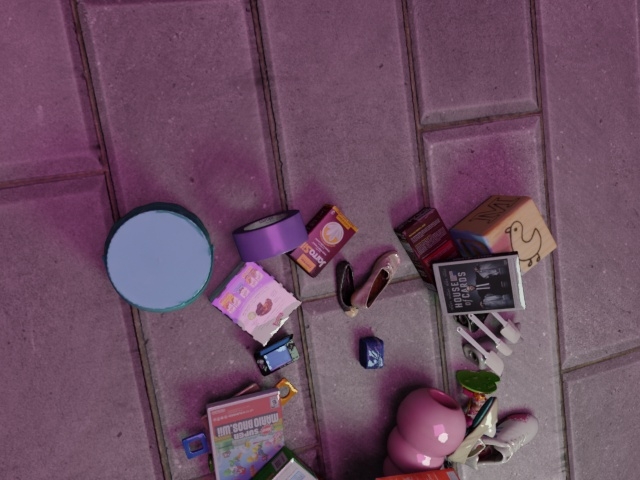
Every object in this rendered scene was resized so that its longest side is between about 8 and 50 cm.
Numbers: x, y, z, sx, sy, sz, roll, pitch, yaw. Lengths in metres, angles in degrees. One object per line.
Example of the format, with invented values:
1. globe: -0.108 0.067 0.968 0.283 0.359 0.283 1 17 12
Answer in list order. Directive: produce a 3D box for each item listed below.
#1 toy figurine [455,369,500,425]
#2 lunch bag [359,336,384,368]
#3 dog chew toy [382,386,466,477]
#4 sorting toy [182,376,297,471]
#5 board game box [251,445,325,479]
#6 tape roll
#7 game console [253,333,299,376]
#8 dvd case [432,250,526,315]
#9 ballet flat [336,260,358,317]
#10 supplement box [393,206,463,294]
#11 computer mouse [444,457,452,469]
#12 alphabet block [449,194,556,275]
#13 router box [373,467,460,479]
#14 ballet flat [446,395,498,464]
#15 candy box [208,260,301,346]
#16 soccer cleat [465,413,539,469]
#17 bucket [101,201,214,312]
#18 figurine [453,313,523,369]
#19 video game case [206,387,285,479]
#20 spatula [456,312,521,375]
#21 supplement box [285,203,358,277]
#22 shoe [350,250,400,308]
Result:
1. toy figurine: 0.494 0.514 1.773 0.173 0.130 0.159 -5 113 -42
2. lunch bag: 0.157 0.340 1.650 0.065 0.067 0.099 -2 98 -17
3. dog chew toy: 0.295 0.613 1.661 0.206 0.206 0.332 21 103 -19
4. sorting toy: -0.218 0.513 1.561 0.347 0.047 0.196 -31 111 -10
5. board game box: -0.084 0.778 1.593 0.242 0.064 0.316 -44 118 -9
6. tape roll: -0.131 -0.014 1.454 0.188 0.189 0.080 -22 103 -14
7. game console: -0.121 0.324 1.555 0.122 0.071 0.107 -25 106 -13
8. dvd case: 0.457 0.127 1.593 0.238 0.029 0.179 -8 111 20
9. ballet flat: 0.078 0.144 1.612 0.057 0.049 0.173 -14 100 -15
10. supplement box: 0.339 0.033 1.671 0.130 0.073 0.239 -35 106 -11
11. computer mouse: 0.415 0.679 1.769 0.041 0.071 0.242 -14 102 -8
12. alphabet block: 0.548 -0.006 1.672 0.197 0.193 0.192 -38 107 -11
13. router box: 0.208 0.796 1.592 0.301 0.082 0.336 8 126 -33
14. ballet flat: 0.480 0.584 1.676 0.086 0.086 0.248 30 106 -18
15. candy box: -0.179 0.165 1.521 0.196 0.070 0.165 43 82 -17
16. soccer cleat: 0.595 0.662 1.786 0.331 0.143 0.116 -12 100 -18
17. bucket: -0.400 0.039 1.376 0.281 0.183 0.281 -2 97 -16
18. figurine: 0.551 0.274 1.764 0.209 0.092 0.215 -22 103 -18
19. video game case: -0.201 0.561 1.538 0.203 0.025 0.285 -9 108 -18
20. spatula: 0.520 0.283 1.699 0.242 0.019 0.168 42 74 -21
21. supplement box: 0.000 0.000 1.554 0.104 0.081 0.188 44 82 -17
22. shoe: 0.176 0.118 1.620 0.219 0.058 0.076 -49 116 -21
